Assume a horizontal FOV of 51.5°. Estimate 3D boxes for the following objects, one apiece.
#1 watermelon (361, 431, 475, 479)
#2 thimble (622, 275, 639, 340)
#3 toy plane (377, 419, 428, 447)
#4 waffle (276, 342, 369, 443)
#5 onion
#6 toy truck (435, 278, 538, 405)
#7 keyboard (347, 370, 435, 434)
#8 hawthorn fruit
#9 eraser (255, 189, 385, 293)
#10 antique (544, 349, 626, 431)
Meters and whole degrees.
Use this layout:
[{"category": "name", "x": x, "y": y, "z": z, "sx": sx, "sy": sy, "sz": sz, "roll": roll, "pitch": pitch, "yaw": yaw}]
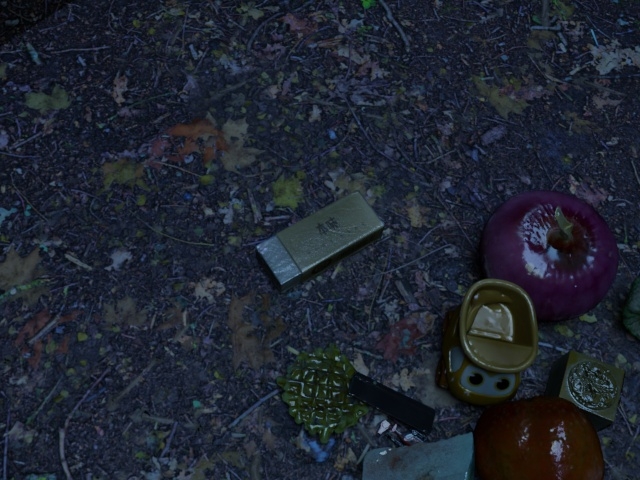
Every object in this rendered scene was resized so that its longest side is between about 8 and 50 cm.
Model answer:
[{"category": "watermelon", "x": 0.198, "y": 0.574, "z": 1.492, "sx": 0.258, "sy": 0.228, "sz": 0.387, "roll": 33, "pitch": 75, "yaw": 20}, {"category": "thimble", "x": 0.916, "y": 0.182, "z": 1.736, "sx": 0.219, "sy": 0.219, "sz": 0.150, "roll": 29, "pitch": 63, "yaw": 9}, {"category": "toy plane", "x": 0.210, "y": 0.486, "z": 1.624, "sx": 0.145, "sy": 0.037, "sz": 0.060, "roll": 33, "pitch": 76, "yaw": 6}, {"category": "waffle", "x": 0.008, "y": 0.373, "z": 1.649, "sx": 0.204, "sy": 0.054, "sz": 0.223, "roll": -32, "pitch": 72, "yaw": -18}, {"category": "onion", "x": 0.606, "y": 0.043, "z": 1.735, "sx": 0.358, "sy": 0.345, "sz": 0.359, "roll": -2, "pitch": 98, "yaw": -12}, {"category": "toy truck", "x": 0.412, "y": 0.259, "z": 1.651, "sx": 0.204, "sy": 0.212, "sz": 0.288, "roll": 11, "pitch": 67, "yaw": -1}, {"category": "keyboard", "x": 0.175, "y": 0.402, "z": 1.639, "sx": 0.231, "sy": 0.023, "sz": 0.072, "roll": 27, "pitch": 49, "yaw": -4}, {"category": "hawthorn fruit", "x": 0.491, "y": 0.519, "z": 1.504, "sx": 0.286, "sy": 0.287, "sz": 0.331, "roll": 3, "pitch": 63, "yaw": -4}, {"category": "eraser", "x": 0.000, "y": 0.000, "z": 1.818, "sx": 0.343, "sy": 0.078, "sz": 0.144, "roll": -30, "pitch": 69, "yaw": -18}, {"category": "antique", "x": 0.660, "y": 0.376, "z": 1.659, "sx": 0.151, "sy": 0.148, "sz": 0.147, "roll": 21, "pitch": 62, "yaw": 8}]
